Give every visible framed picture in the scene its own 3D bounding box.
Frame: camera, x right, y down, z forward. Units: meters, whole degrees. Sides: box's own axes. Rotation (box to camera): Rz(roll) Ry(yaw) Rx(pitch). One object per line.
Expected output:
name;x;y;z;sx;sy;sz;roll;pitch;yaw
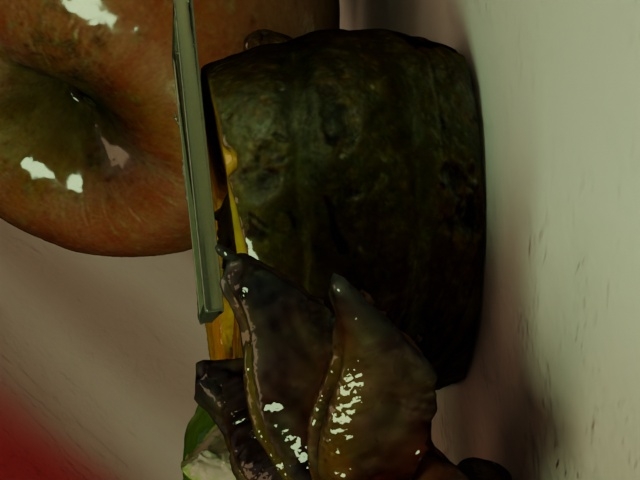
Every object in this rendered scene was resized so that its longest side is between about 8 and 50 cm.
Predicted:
framed picture;-0.063;-0.034;0.693;0.109;0.011;0.149;144;121;-81

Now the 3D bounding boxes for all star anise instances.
star anise;0.041;0.112;0.562;0.272;0.102;0.272;49;153;36

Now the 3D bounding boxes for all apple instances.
apple;-0.136;-0.166;0.992;0.339;0.338;0.305;95;-170;-46

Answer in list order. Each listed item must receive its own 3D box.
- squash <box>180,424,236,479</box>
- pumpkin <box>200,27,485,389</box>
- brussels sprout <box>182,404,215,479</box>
squash;-0.003;0.178;0.775;0.083;0.083;0.250;-96;-15;-49
pumpkin;-0.001;-0.019;0.774;0.317;0.139;0.222;107;160;-77
brussels sprout;-0.026;0.160;1.018;0.181;0.143;0.162;-97;24;-45
